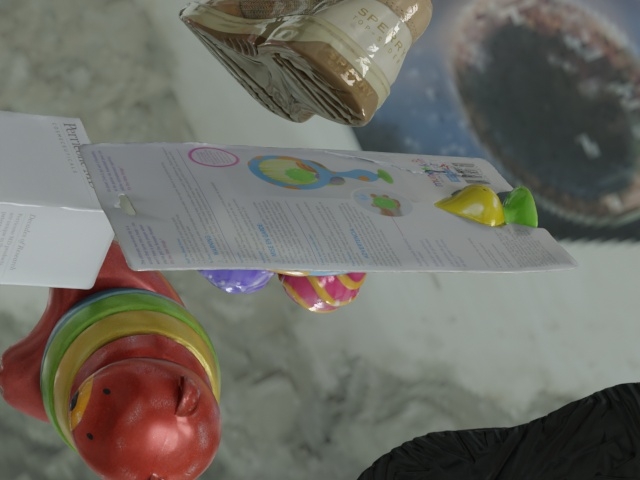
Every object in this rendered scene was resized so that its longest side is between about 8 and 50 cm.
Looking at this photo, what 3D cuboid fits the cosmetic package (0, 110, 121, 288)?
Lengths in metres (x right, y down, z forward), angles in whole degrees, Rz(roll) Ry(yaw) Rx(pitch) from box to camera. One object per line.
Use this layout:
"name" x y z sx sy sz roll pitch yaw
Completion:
"cosmetic package" -0.272 -0.035 1.406 0.231 0.085 0.117 2 -140 -31

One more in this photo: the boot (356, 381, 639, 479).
"boot" 0.168 0.161 1.266 0.246 0.094 0.207 -25 159 27

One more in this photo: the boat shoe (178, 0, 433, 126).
"boat shoe" -0.010 -0.169 1.583 0.110 0.121 0.341 -49 -154 -8

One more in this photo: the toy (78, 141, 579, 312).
"toy" 0.000 0.000 1.028 0.237 0.056 0.137 -2 -152 -18

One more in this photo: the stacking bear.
"stacking bear" -0.158 0.124 1.625 0.175 0.164 0.289 -63 -162 6
